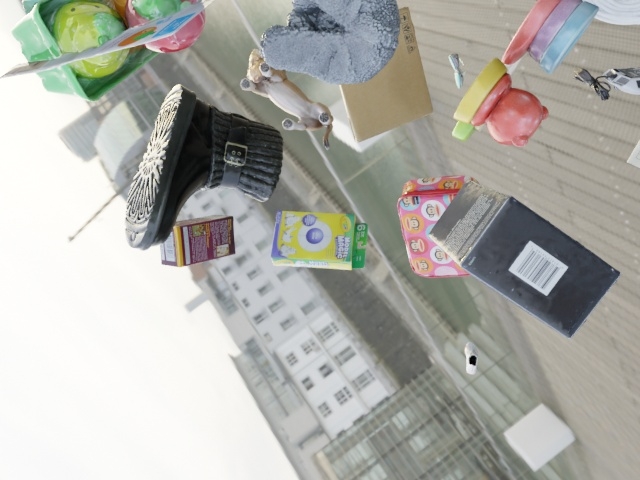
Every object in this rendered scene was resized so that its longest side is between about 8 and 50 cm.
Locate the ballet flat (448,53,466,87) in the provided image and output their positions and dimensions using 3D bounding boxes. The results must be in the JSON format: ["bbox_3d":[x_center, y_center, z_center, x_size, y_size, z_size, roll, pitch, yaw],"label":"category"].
[{"bbox_3d":[0.453,-0.556,2.063,0.115,0.041,0.041,67,171,-20],"label":"ballet flat"}]

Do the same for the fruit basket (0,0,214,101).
[{"bbox_3d":[-0.275,-0.348,0.953,0.352,0.327,0.166,-8,124,33],"label":"fruit basket"}]

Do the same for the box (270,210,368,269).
[{"bbox_3d":[0.000,0.000,1.216,0.043,0.179,0.105,82,-167,-64],"label":"box"}]

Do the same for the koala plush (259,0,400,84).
[{"bbox_3d":[0.052,-0.344,0.978,0.203,0.196,0.221,27,-149,13],"label":"koala plush"}]

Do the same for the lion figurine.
[{"bbox_3d":[-0.080,-0.409,1.818,0.392,0.142,0.240,49,-162,4],"label":"lion figurine"}]

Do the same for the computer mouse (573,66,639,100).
[{"bbox_3d":[0.589,-0.304,1.227,0.106,0.192,0.042,-120,29,-51],"label":"computer mouse"}]

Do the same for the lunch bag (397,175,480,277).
[{"bbox_3d":[0.363,-0.036,1.756,0.120,0.257,0.293,-63,-36,-50],"label":"lunch bag"}]

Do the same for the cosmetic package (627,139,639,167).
[{"bbox_3d":[0.820,-0.266,1.342,0.113,0.310,0.160,2,-151,-42],"label":"cosmetic package"}]

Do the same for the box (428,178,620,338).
[{"bbox_3d":[0.430,0.030,1.397,0.296,0.183,0.294,33,-171,-9],"label":"box"}]

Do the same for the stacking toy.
[{"bbox_3d":[0.375,-0.282,1.152,0.130,0.309,0.279,37,175,10],"label":"stacking toy"}]

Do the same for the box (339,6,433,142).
[{"bbox_3d":[0.111,-0.302,1.162,0.021,0.164,0.201,-131,20,-64],"label":"box"}]

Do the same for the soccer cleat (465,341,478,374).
[{"bbox_3d":[0.321,0.245,1.337,0.083,0.029,0.036,-74,-8,-47],"label":"soccer cleat"}]

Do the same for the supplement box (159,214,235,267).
[{"bbox_3d":[-0.313,-0.001,1.614,0.080,0.188,0.104,6,103,40],"label":"supplement box"}]

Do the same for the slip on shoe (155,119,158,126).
[{"bbox_3d":[-0.416,-0.346,1.858,0.041,0.135,0.052,163,108,-75],"label":"slip on shoe"}]

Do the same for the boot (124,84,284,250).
[{"bbox_3d":[-0.221,-0.114,1.270,0.260,0.348,0.131,24,167,-34],"label":"boot"}]

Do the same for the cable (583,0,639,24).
[{"bbox_3d":[0.658,-0.575,1.318,0.256,0.089,0.257,4,140,37],"label":"cable"}]
